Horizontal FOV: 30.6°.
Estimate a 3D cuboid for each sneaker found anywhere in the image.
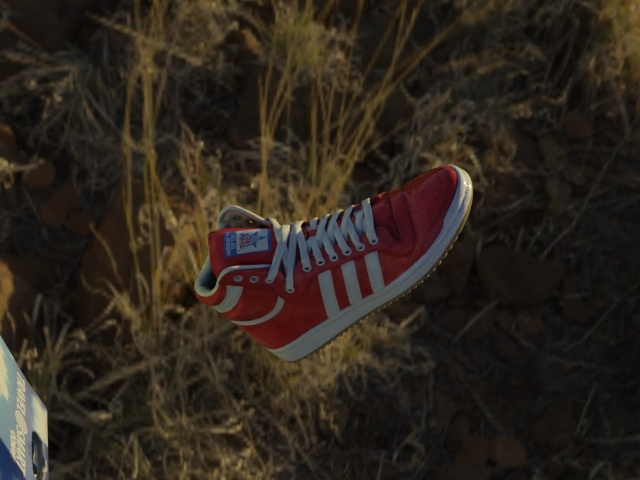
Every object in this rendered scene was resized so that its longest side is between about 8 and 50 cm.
[{"bbox_3d":[0.000,0.000,0.465,0.067,0.118,0.042,33,31,-28],"label":"sneaker"}]

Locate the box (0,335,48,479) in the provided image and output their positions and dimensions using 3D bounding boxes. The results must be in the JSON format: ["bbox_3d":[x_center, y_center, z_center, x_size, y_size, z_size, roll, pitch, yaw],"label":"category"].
[{"bbox_3d":[-0.164,0.039,0.466,0.042,0.178,0.109,-21,30,-1],"label":"box"}]
